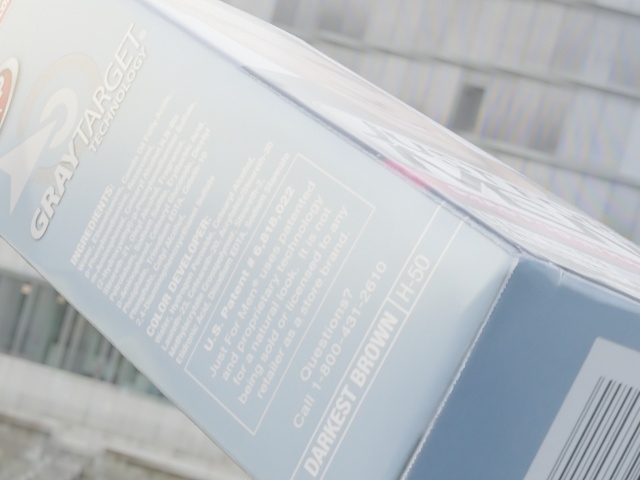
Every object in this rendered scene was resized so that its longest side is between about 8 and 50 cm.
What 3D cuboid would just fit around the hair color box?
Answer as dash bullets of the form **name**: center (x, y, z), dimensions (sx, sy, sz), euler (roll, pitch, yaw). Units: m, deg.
- **hair color box**: center (0.000, 0.000, 0.751), dimensions (0.185, 0.113, 0.374), euler (20, 10, -40)
